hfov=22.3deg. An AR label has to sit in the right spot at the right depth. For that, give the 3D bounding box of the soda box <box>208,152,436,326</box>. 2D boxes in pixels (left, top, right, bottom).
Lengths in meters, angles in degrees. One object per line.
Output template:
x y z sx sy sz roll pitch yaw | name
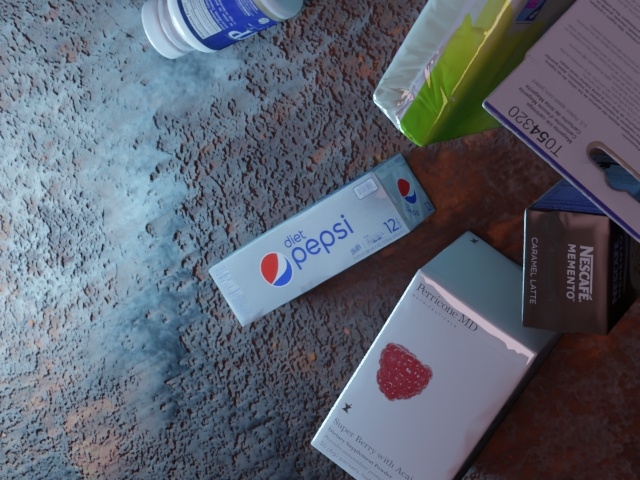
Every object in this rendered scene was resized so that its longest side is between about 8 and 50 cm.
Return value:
0.000 0.000 2.068 0.286 0.098 0.091 -30 93 31 | soda box

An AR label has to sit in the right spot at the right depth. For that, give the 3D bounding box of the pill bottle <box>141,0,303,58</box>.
-0.125 -0.298 2.022 0.187 0.112 0.112 -20 97 30 | pill bottle

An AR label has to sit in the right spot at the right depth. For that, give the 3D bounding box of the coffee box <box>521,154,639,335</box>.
0.312 0.001 1.830 0.098 0.246 0.141 7 110 25 | coffee box

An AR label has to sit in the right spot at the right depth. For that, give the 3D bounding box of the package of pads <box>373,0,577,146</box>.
0.207 -0.253 1.809 0.101 0.229 0.296 43 118 19 | package of pads

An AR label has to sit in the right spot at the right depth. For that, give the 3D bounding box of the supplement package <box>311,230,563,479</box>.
0.152 0.168 2.005 0.177 0.175 0.293 36 118 12 | supplement package

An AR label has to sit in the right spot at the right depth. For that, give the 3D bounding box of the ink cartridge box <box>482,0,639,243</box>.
0.393 -0.147 1.740 0.324 0.071 0.330 43 80 7 | ink cartridge box
